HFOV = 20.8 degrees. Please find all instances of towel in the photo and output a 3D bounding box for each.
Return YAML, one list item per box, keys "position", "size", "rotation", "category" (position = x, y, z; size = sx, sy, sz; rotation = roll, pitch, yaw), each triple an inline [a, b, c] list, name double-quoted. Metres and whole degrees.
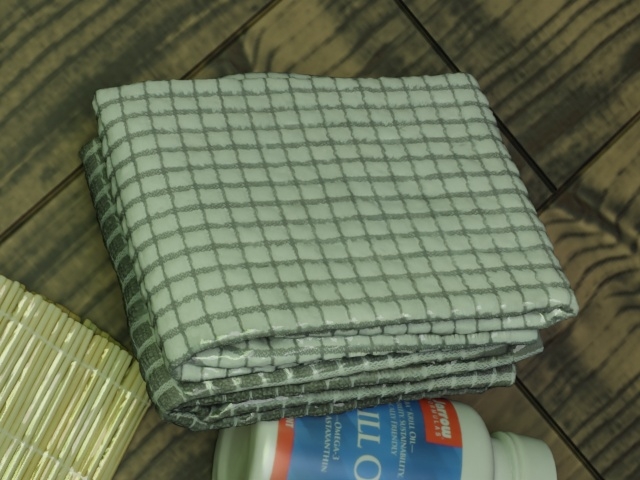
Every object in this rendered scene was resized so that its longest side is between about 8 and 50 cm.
- position: [0.000, 0.000, 1.165]
  size: [0.284, 0.121, 0.235]
  rotation: [-5, 51, -20]
  category: "towel"

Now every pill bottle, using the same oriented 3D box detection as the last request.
- position: [0.045, 0.164, 1.210]
  size: [0.221, 0.124, 0.124]
  rotation: [10, 84, -16]
  category: "pill bottle"

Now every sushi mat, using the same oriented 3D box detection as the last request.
- position: [-0.227, 0.190, 1.152]
  size: [0.151, 0.019, 0.316]
  rotation: [33, 74, -26]
  category: "sushi mat"
